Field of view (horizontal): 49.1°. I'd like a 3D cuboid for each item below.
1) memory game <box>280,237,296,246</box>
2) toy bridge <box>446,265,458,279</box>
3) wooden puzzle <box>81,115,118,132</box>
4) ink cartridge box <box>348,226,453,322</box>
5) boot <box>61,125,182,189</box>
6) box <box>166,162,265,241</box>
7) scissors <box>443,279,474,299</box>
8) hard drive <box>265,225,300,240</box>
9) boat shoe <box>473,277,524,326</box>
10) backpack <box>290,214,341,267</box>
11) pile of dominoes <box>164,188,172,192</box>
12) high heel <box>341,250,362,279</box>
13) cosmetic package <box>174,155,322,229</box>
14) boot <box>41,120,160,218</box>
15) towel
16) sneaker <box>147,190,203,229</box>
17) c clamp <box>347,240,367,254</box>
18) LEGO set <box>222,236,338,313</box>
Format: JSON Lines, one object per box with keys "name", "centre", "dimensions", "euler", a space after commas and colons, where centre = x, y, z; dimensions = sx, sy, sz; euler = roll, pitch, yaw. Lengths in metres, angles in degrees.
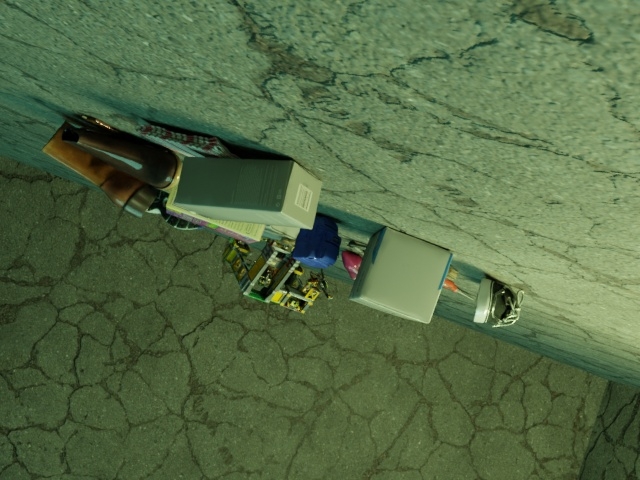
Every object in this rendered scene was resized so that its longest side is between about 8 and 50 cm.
{"name": "memory game", "centre": [-0.037, 0.029, 2.157], "dimensions": [0.186, 0.012, 0.186], "euler": [20, 174, 2]}
{"name": "toy bridge", "centre": [0.329, 0.086, 1.850], "dimensions": [0.063, 0.026, 0.188], "euler": [18, 174, 4]}
{"name": "wooden puzzle", "centre": [-0.488, -0.257, 1.542], "dimensions": [0.049, 0.006, 0.083], "euler": [16, 173, 38]}
{"name": "ink cartridge box", "centre": [0.181, 0.085, 1.641], "dimensions": [0.168, 0.171, 0.232], "euler": [20, 175, -2]}
{"name": "boot", "centre": [-0.444, -0.187, 1.560], "dimensions": [0.207, 0.090, 0.248], "euler": [15, -175, -43]}
{"name": "box", "centre": [-0.260, -0.088, 1.784], "dimensions": [0.243, 0.117, 0.213], "euler": [22, 174, -11]}
{"name": "scissors", "centre": [0.417, 0.151, 2.169], "dimensions": [0.297, 0.021, 0.109], "euler": [26, 170, -34]}
{"name": "hard drive", "centre": [-0.182, -0.049, 2.220], "dimensions": [0.353, 0.047, 0.233], "euler": [13, 171, 46]}
{"name": "boat shoe", "centre": [0.450, 0.162, 1.751], "dimensions": [0.105, 0.113, 0.306], "euler": [11, 174, 20]}
{"name": "backpack", "centre": [0.000, 0.000, 1.724], "dimensions": [0.101, 0.120, 0.098], "euler": [5, 164, 32]}
{"name": "pile of dominoes", "centre": [-0.527, -0.209, 2.075], "dimensions": [0.251, 0.040, 0.196], "euler": [29, 174, -3]}
{"name": "high heel", "centre": [0.106, 0.073, 2.362], "dimensions": [0.117, 0.082, 0.244], "euler": [52, -173, -4]}
{"name": "cosmetic package", "centre": [-0.134, -0.088, 1.286], "dimensions": [0.238, 0.107, 0.127], "euler": [9, 172, 26]}
{"name": "boot", "centre": [-0.524, -0.191, 1.734], "dimensions": [0.280, 0.096, 0.264], "euler": [36, -150, -14]}
{"name": "towel", "centre": [-0.237, -0.180, 1.342], "dimensions": [0.197, 0.029, 0.144], "euler": [17, 176, 28]}
{"name": "sneaker", "centre": [-0.451, -0.112, 2.285], "dimensions": [0.147, 0.129, 0.330], "euler": [13, -172, -46]}
{"name": "c clamp", "centre": [0.124, 0.029, 2.031], "dimensions": [0.137, 0.022, 0.161], "euler": [19, 174, 16]}
{"name": "LEGO set", "centre": [-0.113, 0.065, 2.114], "dimensions": [0.331, 0.192, 0.255], "euler": [28, -160, -29]}
